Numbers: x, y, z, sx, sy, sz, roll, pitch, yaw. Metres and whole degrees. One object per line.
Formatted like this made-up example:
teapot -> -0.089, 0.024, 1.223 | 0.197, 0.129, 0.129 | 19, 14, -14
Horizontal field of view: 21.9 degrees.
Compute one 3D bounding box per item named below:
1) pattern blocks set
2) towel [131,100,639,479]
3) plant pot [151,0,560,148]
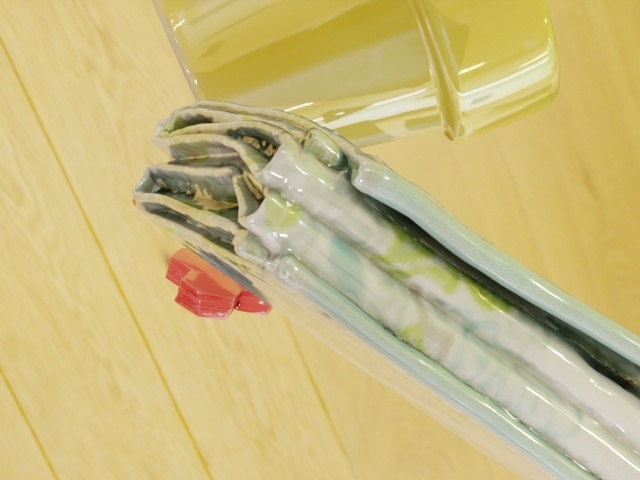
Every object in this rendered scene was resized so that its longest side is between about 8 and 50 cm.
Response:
pattern blocks set -> 0.000, 0.000, 1.262 | 0.285, 0.325, 0.026 | 12, 110, -16
towel -> 0.079, 0.053, 0.926 | 0.374, 0.320, 0.090 | 36, 85, -19
plant pot -> 0.011, -0.167, 1.183 | 0.239, 0.254, 0.254 | -23, 112, -2
